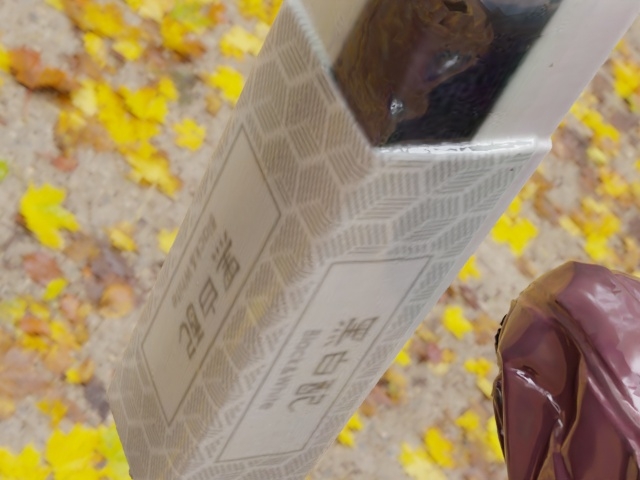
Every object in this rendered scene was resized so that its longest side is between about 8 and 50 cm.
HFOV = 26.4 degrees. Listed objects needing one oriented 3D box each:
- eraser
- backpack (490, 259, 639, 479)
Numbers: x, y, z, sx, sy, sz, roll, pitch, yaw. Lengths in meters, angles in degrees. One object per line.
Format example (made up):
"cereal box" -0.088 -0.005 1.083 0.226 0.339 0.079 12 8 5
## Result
"eraser" 0.000 0.000 0.640 0.096 0.404 0.098 -6 55 -29
"backpack" 0.199 0.156 0.735 0.317 0.197 0.283 51 1 30
